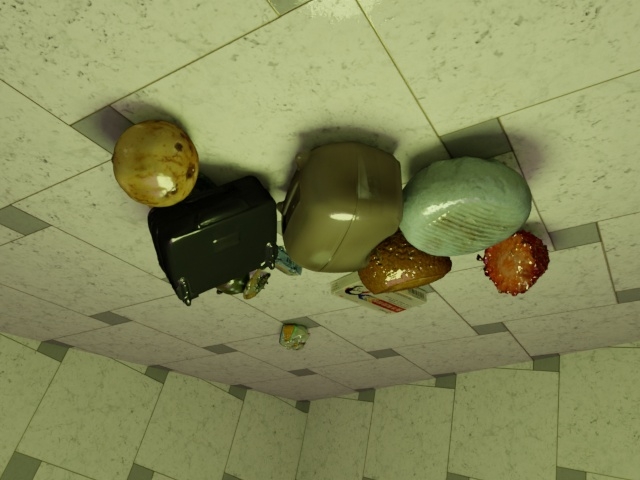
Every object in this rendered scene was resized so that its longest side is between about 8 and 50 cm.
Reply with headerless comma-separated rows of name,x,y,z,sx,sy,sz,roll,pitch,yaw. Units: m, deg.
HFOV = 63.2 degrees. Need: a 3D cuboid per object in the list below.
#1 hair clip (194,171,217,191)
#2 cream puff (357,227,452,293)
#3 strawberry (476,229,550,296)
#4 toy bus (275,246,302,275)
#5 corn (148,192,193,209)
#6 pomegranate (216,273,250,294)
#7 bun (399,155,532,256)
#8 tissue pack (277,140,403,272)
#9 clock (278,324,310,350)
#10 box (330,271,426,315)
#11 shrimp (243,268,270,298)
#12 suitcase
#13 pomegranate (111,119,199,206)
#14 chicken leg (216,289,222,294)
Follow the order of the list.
hair clip,-0.331,-0.138,1.555,0.066,0.036,0.229,-13,142,16
cream puff,0.260,0.057,1.687,0.304,0.211,0.303,-15,172,-2
strawberry,0.667,0.067,1.729,0.178,0.233,0.234,-7,157,-28
toy bus,-0.143,0.075,1.910,0.075,0.064,0.190,-10,150,32
corn,-0.408,-0.084,1.592,0.123,0.122,0.305,-41,147,-1
pomegranate,-0.363,0.129,1.969,0.191,0.130,0.152,16,167,27
bun,0.383,-0.101,1.412,0.363,0.211,0.361,4,152,2
tissue pack,0.038,-0.079,1.408,0.277,0.267,0.387,5,153,-14
clock,-0.132,0.488,2.619,0.144,0.103,0.231,14,149,-5
box,0.243,0.216,2.150,0.353,0.069,0.214,25,143,-34
shrimp,-0.228,0.142,1.967,0.051,0.217,0.150,26,113,9
suitcase,-0.298,-0.012,1.498,0.346,0.188,0.339,-22,146,-23
pomegranate,-0.416,-0.194,1.306,0.216,0.215,0.215,1,151,1
chicken leg,-0.332,0.190,2.084,0.093,0.053,0.205,-21,165,17
